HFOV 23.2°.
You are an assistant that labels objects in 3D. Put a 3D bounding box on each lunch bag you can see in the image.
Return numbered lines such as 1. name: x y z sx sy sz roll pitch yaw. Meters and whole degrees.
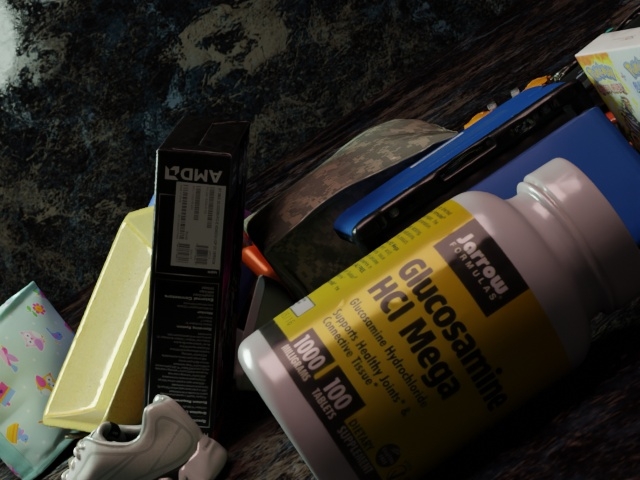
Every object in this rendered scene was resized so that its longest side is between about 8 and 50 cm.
1. lunch bag: -0.454 0.222 2.320 0.160 0.223 0.262 -35 10 25
2. lunch bag: 0.068 -0.034 1.903 0.287 0.169 0.235 -38 13 -2

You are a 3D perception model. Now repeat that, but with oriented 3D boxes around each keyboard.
1. keyboard: 0.347 -0.218 1.909 0.317 0.033 0.201 -39 9 26

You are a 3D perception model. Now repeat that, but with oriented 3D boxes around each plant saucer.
1. plant saucer: -0.249 0.115 2.127 0.332 0.081 0.333 -10 57 66

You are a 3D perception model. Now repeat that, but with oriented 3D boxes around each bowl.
1. bowl: -0.066 0.118 1.953 0.142 0.053 0.142 -133 56 -81

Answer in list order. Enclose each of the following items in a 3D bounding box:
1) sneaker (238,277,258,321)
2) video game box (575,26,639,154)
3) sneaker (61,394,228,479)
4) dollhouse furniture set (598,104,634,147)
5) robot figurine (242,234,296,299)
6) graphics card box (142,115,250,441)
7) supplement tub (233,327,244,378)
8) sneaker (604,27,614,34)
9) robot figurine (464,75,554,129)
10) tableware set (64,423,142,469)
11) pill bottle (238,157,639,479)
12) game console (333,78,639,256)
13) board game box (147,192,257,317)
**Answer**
1. sneaker: -0.105 0.049 2.404 0.153 0.099 0.282 -38 15 -20
2. video game box: 0.357 -0.127 1.560 0.048 0.187 0.205 -35 10 -9
3. sneaker: -0.247 0.273 1.756 0.292 0.118 0.110 -32 12 17
4. dollhouse furniture set: 0.377 -0.163 1.803 0.259 0.135 0.262 -22 15 47
5. robot figurine: 0.001 -0.001 2.134 0.219 0.158 0.128 -11 0 -35
6. graphics card box: -0.147 0.051 1.860 0.094 0.371 0.233 4 13 2
7. supplement tub: -0.131 0.148 2.105 0.071 0.071 0.107 -36 11 -12
8. sneaker: 0.460 -0.254 1.997 0.178 0.124 0.295 -32 1 -23
9. robot figurine: 0.284 -0.158 2.215 0.211 0.085 0.291 -31 10 13
10. tableware set: -0.299 0.272 2.127 0.128 0.039 0.194 -34 10 -7
11. pill bottle: 0.110 0.077 1.360 0.334 0.188 0.188 -35 10 -4
12. game console: 0.189 -0.025 1.672 0.293 0.173 0.250 -33 7 -5
13. board game box: -0.206 0.055 2.317 0.347 0.078 0.233 13 77 65
